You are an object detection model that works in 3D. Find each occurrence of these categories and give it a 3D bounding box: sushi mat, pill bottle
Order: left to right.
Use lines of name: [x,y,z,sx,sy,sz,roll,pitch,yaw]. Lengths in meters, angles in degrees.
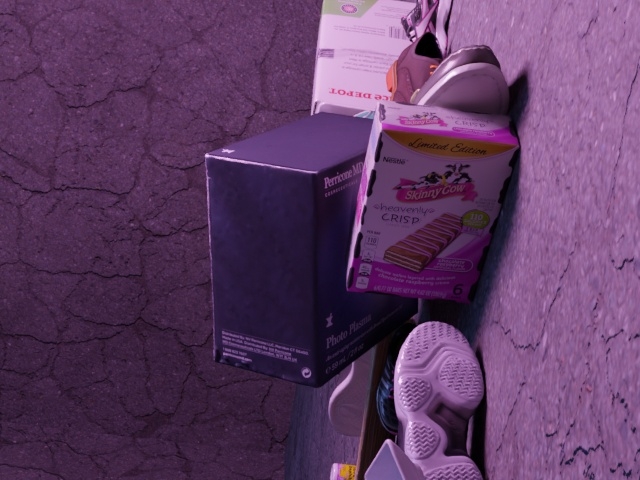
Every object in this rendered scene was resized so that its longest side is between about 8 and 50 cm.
pill bottle: [0.060,0.409,1.795,0.043,0.083,0.043,-172,90,-85]
sushi mat: [0.093,0.277,1.612,0.151,0.019,0.317,-1,-80,-64]

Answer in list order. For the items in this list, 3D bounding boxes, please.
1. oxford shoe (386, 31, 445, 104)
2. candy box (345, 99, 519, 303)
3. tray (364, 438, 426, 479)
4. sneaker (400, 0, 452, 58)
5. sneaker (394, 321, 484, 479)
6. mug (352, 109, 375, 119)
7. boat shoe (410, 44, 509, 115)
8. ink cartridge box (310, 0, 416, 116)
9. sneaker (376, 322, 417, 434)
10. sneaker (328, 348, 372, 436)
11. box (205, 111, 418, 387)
oxford shoe: [0.157,-0.221,1.568,0.098,0.096,0.271,-59,25,34]
candy box: [0.124,-0.040,1.223,0.071,0.159,0.233,-92,9,-54]
tray: [0.113,0.328,0.988,0.145,0.030,0.270,107,144,-62]
sneaker: [0.168,-0.343,1.715,0.072,0.077,0.178,163,114,-87]
sneaker: [0.119,0.233,1.178,0.153,0.101,0.269,107,167,-52]
mug: [0.075,-0.148,1.616,0.097,0.129,0.158,59,-140,-14]
boat shoe: [0.161,-0.166,1.286,0.305,0.109,0.091,98,173,-71]
ink cartridge box: [0.089,-0.302,1.873,0.115,0.198,0.273,103,173,-56]
sneaker: [0.119,0.195,1.516,0.075,0.063,0.171,91,-171,-70]
sneaker: [0.085,0.204,1.793,0.147,0.104,0.296,-77,-1,-50]
box: [0.000,0.000,1.430,0.296,0.182,0.294,-30,-56,-54]
